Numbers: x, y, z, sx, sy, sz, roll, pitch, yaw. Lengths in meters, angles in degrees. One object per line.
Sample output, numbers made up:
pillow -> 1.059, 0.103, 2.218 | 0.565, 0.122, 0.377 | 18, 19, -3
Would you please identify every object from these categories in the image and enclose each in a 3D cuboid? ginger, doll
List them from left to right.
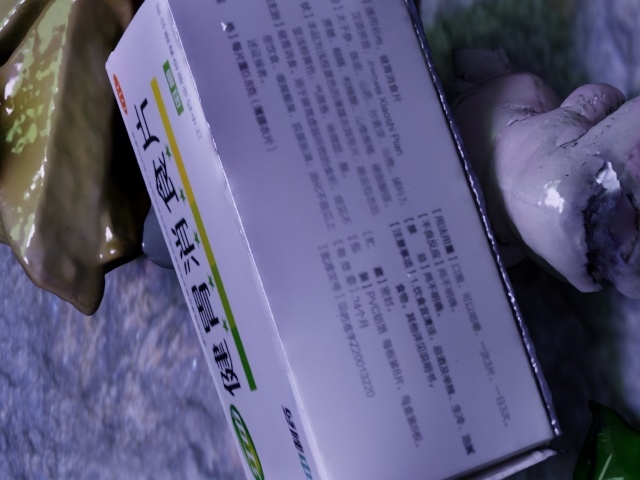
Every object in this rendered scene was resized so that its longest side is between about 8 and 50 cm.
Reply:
ginger -> -0.262, -0.148, 1.219 | 0.413, 0.211, 0.358 | -129, 39, -55
doll -> 0.125, -0.033, 0.874 | 0.192, 0.095, 0.149 | 24, 114, 55

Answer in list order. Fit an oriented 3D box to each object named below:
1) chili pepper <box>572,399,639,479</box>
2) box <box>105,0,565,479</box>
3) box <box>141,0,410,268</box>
chili pepper -> 0.167, 0.195, 0.802 | 0.098, 0.061, 0.224 | -22, 67, 55
box -> 0.001, 0.002, 0.876 | 0.173, 0.145, 0.332 | 151, 101, -72
box -> -0.041, -0.100, 1.078 | 0.178, 0.138, 0.274 | -8, 74, 58
